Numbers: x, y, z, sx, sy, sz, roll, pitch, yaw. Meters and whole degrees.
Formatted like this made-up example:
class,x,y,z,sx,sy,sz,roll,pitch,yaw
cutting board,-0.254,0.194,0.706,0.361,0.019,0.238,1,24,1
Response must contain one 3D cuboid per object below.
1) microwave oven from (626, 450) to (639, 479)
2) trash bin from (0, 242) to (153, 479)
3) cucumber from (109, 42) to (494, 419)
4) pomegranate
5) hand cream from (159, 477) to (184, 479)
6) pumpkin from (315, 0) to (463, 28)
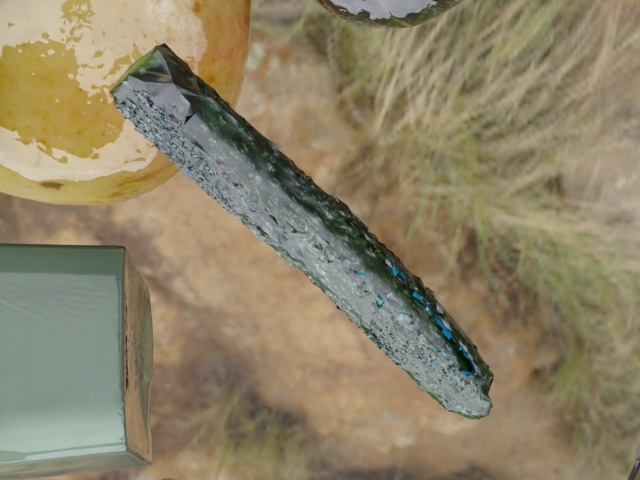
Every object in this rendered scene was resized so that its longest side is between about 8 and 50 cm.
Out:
class,x,y,z,sx,sy,sz,roll,pitch,yaw
microwave oven,0.339,0.235,1.234,0.237,0.181,0.295,20,126,7
trash bin,-0.289,0.092,1.054,0.343,0.158,0.223,0,169,-2
cucumber,0.000,0.000,0.798,0.256,0.043,0.044,44,149,-11
pomegranate,-0.233,-0.182,1.362,0.342,0.342,0.342,10,137,10
hand cream,0.024,0.206,0.962,0.312,0.070,0.111,6,155,36
pumpkin,0.067,-0.320,1.542,0.238,0.238,0.159,-14,153,31
